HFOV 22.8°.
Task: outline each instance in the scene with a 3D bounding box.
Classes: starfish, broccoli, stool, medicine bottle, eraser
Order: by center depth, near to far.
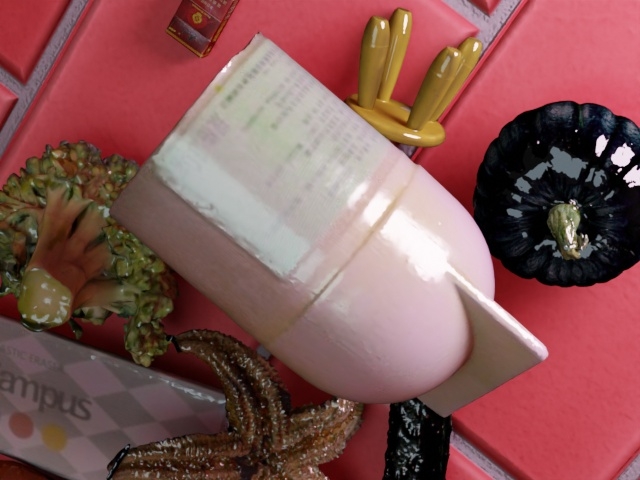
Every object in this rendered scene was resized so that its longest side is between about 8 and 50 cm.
[{"bbox_3d":[0.019,0.015,1.548,0.406,0.235,0.235,40,117,-4],"label":"medicine bottle"},{"bbox_3d":[0.092,-0.164,1.605,0.135,0.134,0.110,49,126,54],"label":"stool"},{"bbox_3d":[-0.082,0.250,1.736,0.303,0.113,0.312,3,95,-22],"label":"starfish"},{"bbox_3d":[-0.277,0.036,1.741,0.247,0.243,0.263,-14,106,12],"label":"broccoli"},{"bbox_3d":[-0.285,0.208,1.887,0.397,0.082,0.213,17,110,17],"label":"eraser"}]

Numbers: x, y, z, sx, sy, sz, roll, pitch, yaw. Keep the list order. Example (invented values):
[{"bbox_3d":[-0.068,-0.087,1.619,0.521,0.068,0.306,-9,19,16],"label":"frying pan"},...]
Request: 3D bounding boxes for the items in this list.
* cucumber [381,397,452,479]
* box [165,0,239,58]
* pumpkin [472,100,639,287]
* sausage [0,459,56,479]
[{"bbox_3d":[0.107,0.169,1.720,0.081,0.072,0.303,11,109,19],"label":"cucumber"},{"bbox_3d":[-0.127,-0.246,1.718,0.051,0.023,0.082,38,116,9],"label":"box"},{"bbox_3d":[0.244,-0.045,1.564,0.194,0.150,0.194,-1,85,15],"label":"pumpkin"},{"bbox_3d":[-0.328,0.353,1.905,0.258,0.133,0.133,25,116,-13],"label":"sausage"}]
